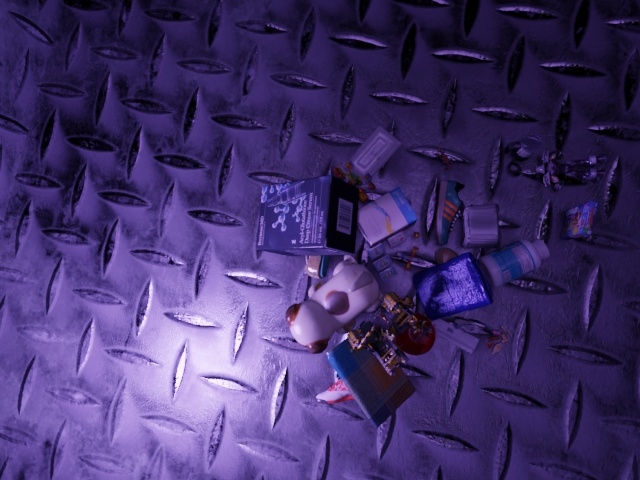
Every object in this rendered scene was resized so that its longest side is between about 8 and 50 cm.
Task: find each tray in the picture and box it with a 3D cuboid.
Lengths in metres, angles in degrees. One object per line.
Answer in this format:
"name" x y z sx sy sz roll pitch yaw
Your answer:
"tray" 0.244 -0.406 1.986 0.145 0.030 0.270 42 90 8

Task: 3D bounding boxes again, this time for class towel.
"towel" 0.561 0.201 1.797 0.308 0.076 0.227 -30 75 41
"towel" 0.220 0.573 1.824 0.271 0.040 0.370 -30 81 -30

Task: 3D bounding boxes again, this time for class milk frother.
"milk frother" 0.892 -0.372 1.852 0.129 0.135 0.143 -16 83 6

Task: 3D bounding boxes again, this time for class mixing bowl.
"mixing bowl" 0.421 0.406 1.839 0.182 0.098 0.181 -4 80 25

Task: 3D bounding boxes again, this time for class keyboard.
"keyboard" 0.575 0.410 1.876 0.256 0.014 0.072 28 83 8

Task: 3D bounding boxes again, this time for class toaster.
"toaster" 0.700 -0.053 1.837 0.147 0.129 0.226 1 70 11

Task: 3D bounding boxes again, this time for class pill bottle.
"pill bottle" 0.834 0.088 1.808 0.264 0.146 0.146 -24 82 3

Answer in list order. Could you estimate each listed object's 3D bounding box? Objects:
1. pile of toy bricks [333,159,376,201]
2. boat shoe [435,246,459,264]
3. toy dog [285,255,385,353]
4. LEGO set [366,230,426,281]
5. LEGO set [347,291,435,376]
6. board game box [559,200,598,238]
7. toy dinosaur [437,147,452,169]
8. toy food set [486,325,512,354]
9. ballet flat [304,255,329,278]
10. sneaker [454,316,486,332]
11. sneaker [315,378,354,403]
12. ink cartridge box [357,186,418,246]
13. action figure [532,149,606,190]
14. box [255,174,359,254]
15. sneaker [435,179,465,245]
"pile of toy bricks" 0.154 -0.279 1.929 0.118 0.105 0.212 -42 84 24
"boat shoe" 0.623 0.156 1.850 0.109 0.098 0.302 -34 82 3
"toy dog" 0.059 0.292 1.770 0.408 0.395 0.284 -38 93 -5
"LEGO set" 0.356 0.066 1.882 0.244 0.060 0.182 -29 109 2
"LEGO set" 0.293 0.391 1.704 0.331 0.255 0.192 -41 38 2
"board game box" 1.082 -0.080 1.767 0.035 0.201 0.136 15 87 8
"toy dinosaur" 0.567 -0.366 1.927 0.047 0.090 0.082 -33 49 18
"toy food set" 0.775 0.435 1.847 0.078 0.019 0.122 43 98 9
"ballet flat" 0.000 0.000 1.939 0.123 0.123 0.348 13 86 8
"sneaker" 0.658 0.378 1.854 0.135 0.052 0.058 9 98 11
"sneaker" 0.104 0.634 1.872 0.270 0.090 0.144 -9 82 2
"ink cartridge box" 0.285 -0.098 1.879 0.233 0.171 0.168 -29 82 3
"action figure" 1.084 -0.312 1.847 0.285 0.099 0.185 1 92 11
"box" -0.058 -0.092 1.805 0.396 0.212 0.293 -3 78 39
"sneaker" 0.583 -0.124 1.878 0.121 0.108 0.302 5 84 12
